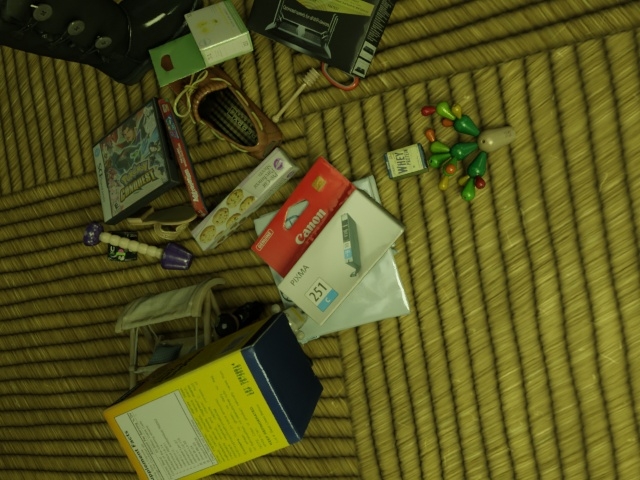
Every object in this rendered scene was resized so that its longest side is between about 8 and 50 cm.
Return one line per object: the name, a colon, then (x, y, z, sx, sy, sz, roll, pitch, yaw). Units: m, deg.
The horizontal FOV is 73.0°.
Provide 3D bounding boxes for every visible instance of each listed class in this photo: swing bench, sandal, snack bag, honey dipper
swing bench: (-0.366, 0.245, 1.112, 0.253, 0.165, 0.255, -15, 88, 19)
sandal: (-0.416, -0.041, 1.172, 0.239, 0.088, 0.079, 3, 125, 25)
snack bag: (0.031, 0.055, 1.039, 0.322, 0.037, 0.343, -19, 90, 19)
honey dipper: (-0.063, -0.348, 1.051, 0.161, 0.030, 0.030, -46, 79, 17)

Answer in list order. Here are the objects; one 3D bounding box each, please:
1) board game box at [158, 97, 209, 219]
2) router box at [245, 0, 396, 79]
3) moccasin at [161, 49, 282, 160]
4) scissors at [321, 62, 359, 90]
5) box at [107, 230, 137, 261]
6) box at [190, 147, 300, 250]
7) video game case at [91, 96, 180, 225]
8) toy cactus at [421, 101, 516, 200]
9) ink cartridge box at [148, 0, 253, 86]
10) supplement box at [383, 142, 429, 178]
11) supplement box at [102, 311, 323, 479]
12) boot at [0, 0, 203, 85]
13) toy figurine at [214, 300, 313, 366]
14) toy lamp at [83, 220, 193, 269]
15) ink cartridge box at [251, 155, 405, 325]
board game box: (-0.340, -0.197, 1.092, 0.027, 0.145, 0.282, -19, 87, -8)
router box: (0.005, -0.533, 0.954, 0.308, 0.081, 0.243, 32, 113, 20)
moccasin: (-0.264, -0.335, 1.054, 0.139, 0.147, 0.380, -45, 79, 15)
scissors: (-0.013, -0.472, 1.030, 0.297, 0.021, 0.109, 39, 106, 11)
box: (-0.558, 0.015, 1.220, 0.062, 0.052, 0.084, 4, 93, 16)
box: (-0.192, -0.098, 1.088, 0.324, 0.063, 0.067, -40, 82, 16)
video game case: (-0.500, -0.206, 1.152, 0.274, 0.035, 0.249, -25, 72, 26)
toy cactus: (0.313, -0.202, 0.907, 0.180, 0.112, 0.219, -18, 79, 9)
ink cartridge box: (-0.295, -0.474, 1.030, 0.234, 0.056, 0.171, -23, 57, -6)
supplement box: (0.189, -0.170, 0.948, 0.083, 0.083, 0.056, -15, 89, 18)
supplement box: (-0.206, 0.322, 0.877, 0.356, 0.195, 0.194, -26, 93, 15)
boot: (-0.501, -0.547, 0.963, 0.146, 0.445, 0.367, 47, 105, 10)
toy figurine: (-0.133, 0.255, 1.026, 0.209, 0.148, 0.213, 1, 99, 26)
toy lamp: (-0.478, 0.018, 1.151, 0.274, 0.080, 0.080, 17, 99, -4)
ink cartridge box: (0.000, 0.000, 0.989, 0.261, 0.066, 0.296, 41, 106, 9)
